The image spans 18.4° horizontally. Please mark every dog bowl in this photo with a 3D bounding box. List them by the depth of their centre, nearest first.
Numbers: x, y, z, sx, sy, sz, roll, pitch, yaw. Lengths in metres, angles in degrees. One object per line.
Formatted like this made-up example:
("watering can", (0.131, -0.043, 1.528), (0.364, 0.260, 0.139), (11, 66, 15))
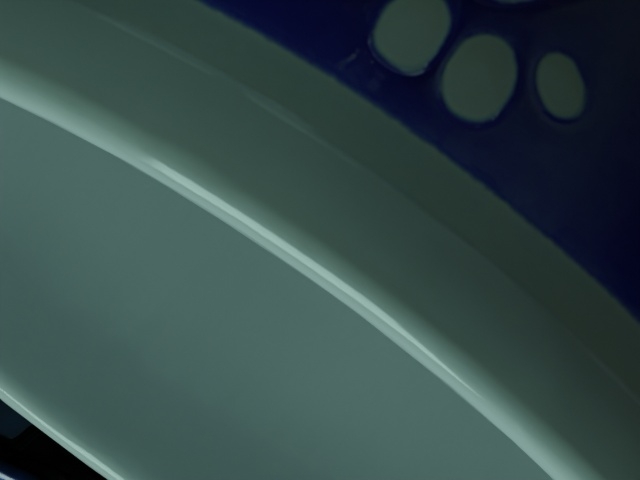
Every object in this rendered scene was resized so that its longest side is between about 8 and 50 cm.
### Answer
("dog bowl", (0.000, 0.000, 0.458), (0.265, 0.104, 0.265), (31, 160, 12))

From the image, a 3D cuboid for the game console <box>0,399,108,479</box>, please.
("game console", (-0.207, 0.022, 0.978), (0.293, 0.250, 0.173), (17, 136, 42))
